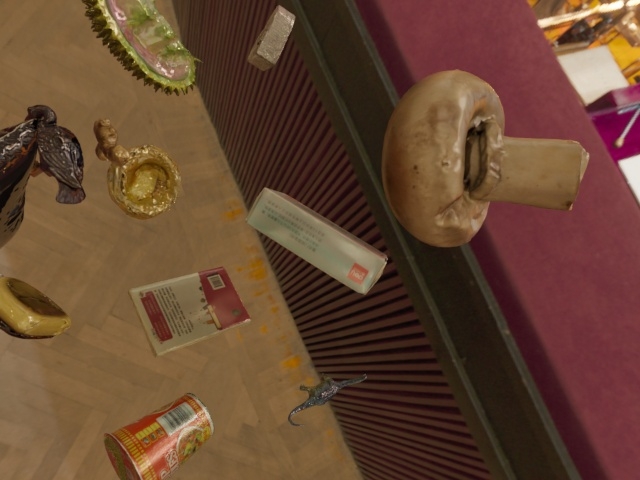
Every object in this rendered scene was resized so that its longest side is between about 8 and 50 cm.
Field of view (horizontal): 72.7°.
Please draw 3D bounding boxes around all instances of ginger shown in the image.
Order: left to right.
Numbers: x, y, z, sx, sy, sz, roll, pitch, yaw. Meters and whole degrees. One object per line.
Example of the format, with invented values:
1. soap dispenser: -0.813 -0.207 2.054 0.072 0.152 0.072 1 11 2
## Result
1. ginger: -0.642 -0.300 1.325 0.058 0.214 0.133 -7 114 -44

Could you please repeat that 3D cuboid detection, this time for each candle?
1. candle: -0.147 -0.568 1.261 0.068 0.192 0.169 24 46 -24

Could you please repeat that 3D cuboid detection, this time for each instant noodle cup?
1. instant noodle cup: -0.388 0.491 1.075 0.212 0.193 0.193 -27 83 -44

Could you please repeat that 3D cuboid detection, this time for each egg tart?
1. egg tart: -0.646 -0.214 1.573 0.118 0.288 0.288 18 63 31

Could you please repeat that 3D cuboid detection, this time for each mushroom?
1. mushroom: 0.252 -0.123 0.691 0.292 0.289 0.293 -20 115 -51

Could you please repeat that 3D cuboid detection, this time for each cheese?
1. cheese: -0.400 0.066 0.559 0.162 0.086 0.036 33 88 16

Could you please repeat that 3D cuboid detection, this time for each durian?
1. durian: -0.407 -0.471 0.988 0.169 0.352 0.158 -42 52 -4

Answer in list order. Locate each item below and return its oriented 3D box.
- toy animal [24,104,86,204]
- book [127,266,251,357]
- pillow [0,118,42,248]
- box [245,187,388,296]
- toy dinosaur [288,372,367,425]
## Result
1. toy animal: -0.788 -0.251 1.288 0.185 0.122 0.298 -37 81 21
2. book: -0.288 0.151 0.979 0.231 0.022 0.162 -14 62 -40
3. pillow: -0.300 -0.014 0.356 0.055 0.208 0.141 45 51 -13
4. box: 0.000 0.000 0.834 0.269 0.135 0.079 31 97 8
5. toy dinosaur: 0.004 0.567 1.621 0.362 0.147 0.077 -18 99 -36
